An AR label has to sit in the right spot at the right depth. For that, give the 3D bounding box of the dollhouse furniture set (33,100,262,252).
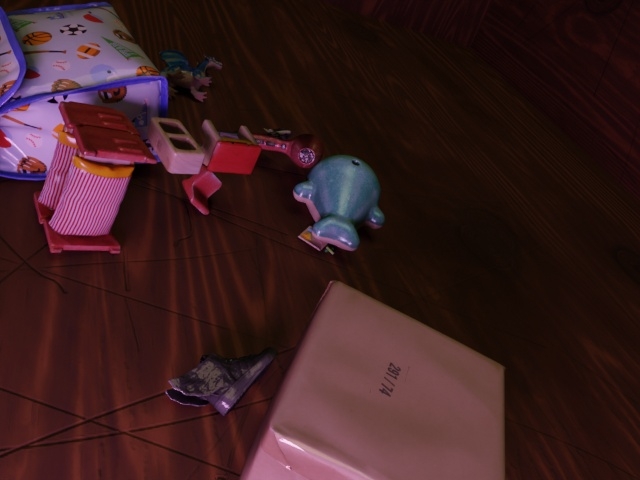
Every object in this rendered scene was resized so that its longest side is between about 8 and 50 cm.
[{"bbox_3d":[-0.285,-0.102,1.036,0.374,0.201,0.152,-1,41,-43],"label":"dollhouse furniture set"}]

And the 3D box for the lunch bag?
[{"bbox_3d":[-0.527,-0.288,1.106,0.385,0.239,0.328,-18,51,-26],"label":"lunch bag"}]

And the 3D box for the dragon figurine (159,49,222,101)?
[{"bbox_3d":[-0.380,-0.441,1.526,0.289,0.085,0.144,-5,44,-38],"label":"dragon figurine"}]

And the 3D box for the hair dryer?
[{"bbox_3d":[-0.099,-0.213,1.368,0.223,0.080,0.293,-11,21,-39],"label":"hair dryer"}]

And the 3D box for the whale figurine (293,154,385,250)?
[{"bbox_3d":[0.049,-0.091,1.270,0.216,0.141,0.272,21,32,-6],"label":"whale figurine"}]

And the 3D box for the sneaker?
[{"bbox_3d":[-0.138,0.189,0.849,0.089,0.051,0.170,36,38,8],"label":"sneaker"}]

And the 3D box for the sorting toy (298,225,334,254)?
[{"bbox_3d":[0.000,0.000,1.231,0.083,0.012,0.062,32,34,11],"label":"sorting toy"}]

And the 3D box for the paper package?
[{"bbox_3d":[0.085,0.255,0.799,0.309,0.168,0.325,26,33,2],"label":"paper package"}]
